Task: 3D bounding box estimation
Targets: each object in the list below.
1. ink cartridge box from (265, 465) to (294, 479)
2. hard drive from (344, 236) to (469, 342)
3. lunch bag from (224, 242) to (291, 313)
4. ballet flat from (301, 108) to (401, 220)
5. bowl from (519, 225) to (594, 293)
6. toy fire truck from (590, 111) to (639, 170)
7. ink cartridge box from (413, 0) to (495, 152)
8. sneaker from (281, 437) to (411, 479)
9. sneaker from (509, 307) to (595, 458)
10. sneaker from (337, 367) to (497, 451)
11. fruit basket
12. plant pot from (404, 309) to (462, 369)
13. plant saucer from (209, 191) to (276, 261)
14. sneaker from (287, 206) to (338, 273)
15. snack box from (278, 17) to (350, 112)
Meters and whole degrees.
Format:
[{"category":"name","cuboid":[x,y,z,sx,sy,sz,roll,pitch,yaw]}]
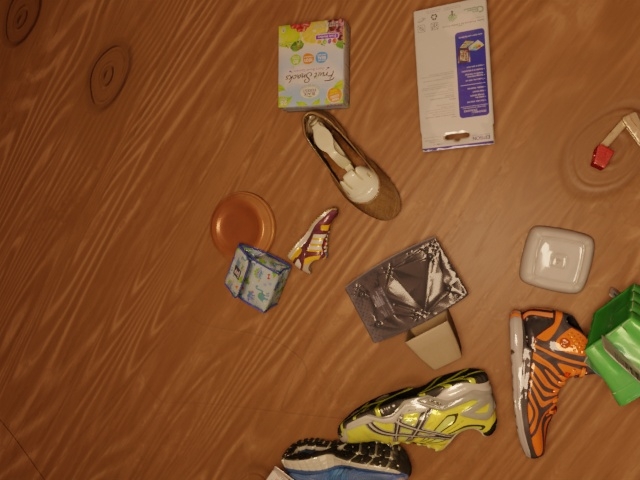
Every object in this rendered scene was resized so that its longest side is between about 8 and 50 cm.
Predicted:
[{"category":"ink cartridge box","cuboid":[-0.104,0.655,1.266,0.104,0.061,0.181,32,138,16]},{"category":"hard drive","cuboid":[0.204,0.119,1.199,0.255,0.054,0.172,-32,79,17]},{"category":"lunch bag","cuboid":[-0.172,0.094,1.304,0.151,0.096,0.128,29,110,17]},{"category":"ballet flat","cuboid":[0.061,-0.187,1.208,0.116,0.124,0.342,-38,80,16]},{"category":"bowl","cuboid":[0.518,0.043,1.092,0.142,0.053,0.142,13,96,17]},{"category":"toy fire truck","cuboid":[0.668,-0.222,1.036,0.135,0.047,0.192,27,99,18]},{"category":"ink cartridge box","cuboid":[0.308,-0.371,1.151,0.165,0.065,0.332,-2,89,19]},{"category":"sneaker","cuboid":[0.069,0.573,1.236,0.330,0.130,0.147,-12,98,25]},{"category":"sneaker","cuboid":[0.504,0.307,1.063,0.180,0.124,0.321,-3,90,20]},{"category":"sneaker","cuboid":[0.218,0.422,1.157,0.385,0.145,0.147,-23,83,20]},{"category":"fruit basket","cuboid":[0.658,0.267,0.917,0.353,0.327,0.165,50,125,9]},{"category":"plant pot","cuboid":[0.270,0.233,1.158,0.109,0.109,0.096,-32,91,17]},{"category":"plant saucer","cuboid":[-0.217,-0.034,1.355,0.200,0.037,0.199,1,92,20]},{"category":"sneaker","cuboid":[0.000,0.000,1.269,0.084,0.069,0.185,41,110,5]},{"category":"snack box","cuboid":[-0.015,-0.436,1.259,0.175,0.070,0.207,0,93,19]}]
